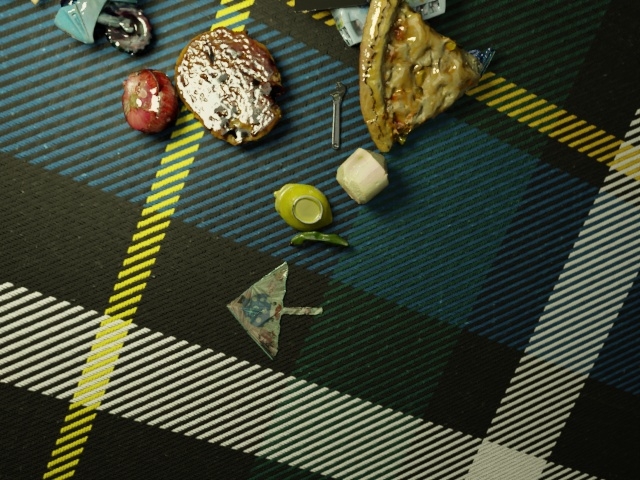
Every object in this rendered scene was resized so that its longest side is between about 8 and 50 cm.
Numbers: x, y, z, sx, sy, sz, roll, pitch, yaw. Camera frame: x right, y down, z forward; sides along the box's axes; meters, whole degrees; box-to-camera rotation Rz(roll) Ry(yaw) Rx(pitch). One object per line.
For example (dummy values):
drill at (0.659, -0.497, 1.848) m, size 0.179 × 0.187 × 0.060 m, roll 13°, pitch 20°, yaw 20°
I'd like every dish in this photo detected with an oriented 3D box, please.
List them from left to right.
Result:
dish at (-0.049, -0.101, 1.319) m, size 0.207 × 0.080 × 0.149 m, roll 23°, pitch 94°, yaw -12°

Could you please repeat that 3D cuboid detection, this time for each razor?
razor at (0.387, -0.603, 1.299) m, size 0.323 × 0.056 × 0.093 m, roll 14°, pitch 112°, yaw -24°

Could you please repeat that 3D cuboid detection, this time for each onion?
onion at (-0.468, -0.384, 1.197) m, size 0.183 × 0.147 × 0.184 m, roll -3°, pitch 84°, yaw 25°

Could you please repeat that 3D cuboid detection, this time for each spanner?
spanner at (0.054, -0.389, 1.324) m, size 0.046 × 0.012 × 0.209 m, roll 0°, pitch 98°, yaw -9°

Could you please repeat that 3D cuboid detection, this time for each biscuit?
biscuit at (-0.256, -0.447, 1.239) m, size 0.289 × 0.081 × 0.334 m, roll -33°, pitch 97°, yaw -2°

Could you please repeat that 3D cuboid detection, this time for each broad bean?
broad bean at (-0.002, -0.004, 1.350) m, size 0.195 × 0.061 × 0.046 m, roll 0°, pitch 58°, yaw -4°

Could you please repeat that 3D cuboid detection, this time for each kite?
kite at (-0.149, 0.231, 1.388) m, size 0.314 × 0.011 × 0.336 m, roll 6°, pitch 98°, yaw -10°

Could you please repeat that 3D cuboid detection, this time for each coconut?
coconut at (0.138, -0.203, 1.301) m, size 0.152 × 0.147 × 0.147 m, roll -41°, pitch 102°, yaw 2°

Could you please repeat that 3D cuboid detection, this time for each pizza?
pizza at (0.250, -0.456, 1.257) m, size 0.434 × 0.080 × 0.392 m, roll 24°, pitch 107°, yaw -25°

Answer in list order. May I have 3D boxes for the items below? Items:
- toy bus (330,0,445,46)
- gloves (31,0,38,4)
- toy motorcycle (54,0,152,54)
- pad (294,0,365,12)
toy bus at (0.203, -0.690, 1.259) m, size 0.329 × 0.109 × 0.136 m, roll -20°, pitch 112°, yaw -4°
gloves at (-0.768, -0.716, 1.099) m, size 0.203 × 0.124 × 0.164 m, roll -38°, pitch 120°, yaw -9°
toy motorcycle at (-0.600, -0.690, 1.088) m, size 0.232 × 0.172 × 0.417 m, roll -21°, pitch 111°, yaw -23°
pad at (0.020, -0.795, 1.202) m, size 0.202 × 0.005 × 0.300 m, roll -4°, pitch 83°, yaw 5°
